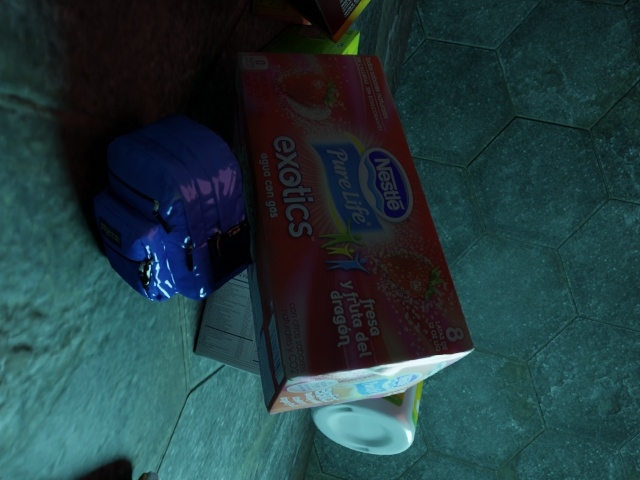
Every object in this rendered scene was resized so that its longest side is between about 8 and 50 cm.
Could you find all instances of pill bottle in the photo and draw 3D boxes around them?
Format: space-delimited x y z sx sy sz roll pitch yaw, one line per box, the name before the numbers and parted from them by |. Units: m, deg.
pill bottle | 0.085 0.161 0.702 0.136 0.136 0.246 94 14 -45

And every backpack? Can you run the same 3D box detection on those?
backpack | -0.107 -0.023 0.356 0.101 0.098 0.120 -39 148 -42

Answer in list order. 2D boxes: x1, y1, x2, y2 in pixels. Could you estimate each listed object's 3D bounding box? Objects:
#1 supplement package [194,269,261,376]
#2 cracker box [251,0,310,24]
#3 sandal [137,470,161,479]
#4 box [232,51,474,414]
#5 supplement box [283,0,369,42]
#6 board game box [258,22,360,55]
supplement package | -0.045 0.054 0.660 0.194 0.149 0.203 -24 129 -78
cracker box | -0.005 -0.344 0.577 0.232 0.067 0.156 -55 158 -62
sandal | -0.191 0.262 0.378 0.102 0.076 0.265 -61 -170 -4
box | 0.003 -0.012 0.452 0.154 0.142 0.300 112 -30 -59
supplement box | 0.009 -0.286 0.343 0.191 0.129 0.194 -50 175 10
board game box | -0.018 -0.219 0.601 0.181 0.092 0.043 -65 165 -48
